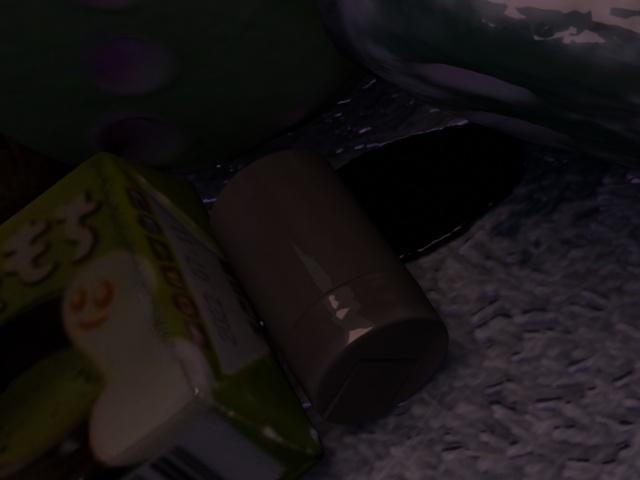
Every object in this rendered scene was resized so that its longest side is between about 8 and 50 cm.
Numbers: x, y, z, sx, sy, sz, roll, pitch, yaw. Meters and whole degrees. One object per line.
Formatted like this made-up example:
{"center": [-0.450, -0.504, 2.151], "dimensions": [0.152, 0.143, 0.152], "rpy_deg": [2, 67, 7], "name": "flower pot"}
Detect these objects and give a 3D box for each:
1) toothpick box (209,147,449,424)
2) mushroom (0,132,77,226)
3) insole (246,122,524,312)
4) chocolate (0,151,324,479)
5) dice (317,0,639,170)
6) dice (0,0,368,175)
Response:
{"center": [0.004, 0.031, 1.130], "dimensions": [0.111, 0.111, 0.181], "rpy_deg": [-36, 55, 3], "name": "toothpick box"}
{"center": [-0.328, -0.111, 1.379], "dimensions": [0.297, 0.163, 0.278], "rpy_deg": [-44, 50, -4], "name": "mushroom"}
{"center": [0.000, 0.000, 1.230], "dimensions": [0.348, 0.009, 0.119], "rpy_deg": [-28, 49, 9], "name": "insole"}
{"center": [-0.190, 0.114, 1.163], "dimensions": [0.301, 0.137, 0.289], "rpy_deg": [-35, 51, 9], "name": "chocolate"}
{"center": [0.210, -0.225, 0.993], "dimensions": [0.348, 0.328, 0.331], "rpy_deg": [14, 87, 19], "name": "dice"}
{"center": [-0.130, -0.254, 1.207], "dimensions": [0.322, 0.330, 0.318], "rpy_deg": [-25, 51, 35], "name": "dice"}
